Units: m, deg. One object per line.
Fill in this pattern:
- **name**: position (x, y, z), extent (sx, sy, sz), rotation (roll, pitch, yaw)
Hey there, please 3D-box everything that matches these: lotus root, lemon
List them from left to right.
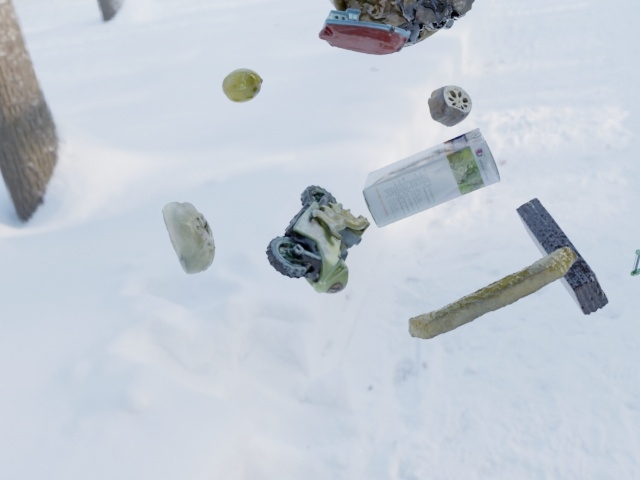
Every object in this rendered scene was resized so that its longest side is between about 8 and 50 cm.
- **lemon**: position (-0.195, -0.376, 1.809), extent (0.110, 0.082, 0.082), rotation (-13, 20, 26)
- **lotus root**: position (0.391, -0.412, 2.231), extent (0.122, 0.112, 0.081), rotation (19, -24, -16)

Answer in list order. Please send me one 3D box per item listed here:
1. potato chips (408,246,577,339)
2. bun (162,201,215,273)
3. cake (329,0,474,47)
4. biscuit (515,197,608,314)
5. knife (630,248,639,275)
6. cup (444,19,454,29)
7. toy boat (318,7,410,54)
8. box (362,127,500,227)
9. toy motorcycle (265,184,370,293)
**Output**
- **potato chips**: position (0.377, 0.119, 1.619), extent (0.407, 0.057, 0.080), rotation (-26, 17, 5)
- **bun**: position (-0.357, -0.012, 2.058), extent (0.116, 0.210, 0.237), rotation (-21, -1, -7)
- **cake**: position (0.182, -0.545, 1.557), extent (0.332, 0.332, 0.321), rotation (-12, 38, -10)
- **biscuit**: position (0.626, 0.034, 1.945), extent (0.073, 0.107, 0.388), rotation (-30, 36, 9)
- **knife**: position (0.608, 0.004, 1.300), extent (0.166, 0.078, 0.022), rotation (-32, 56, -15)
- **cup**: position (0.232, -0.606, 1.929), extent (0.150, 0.199, 0.199), rotation (-31, 27, -6)
- **toy boat**: position (0.082, -0.383, 1.364), extent (0.172, 0.059, 0.069), rotation (7, -14, -10)
- **box**: position (0.256, -0.149, 1.744), extent (0.299, 0.106, 0.200), rotation (-23, 12, 13)
- **toy motorcycle**: position (0.000, 0.000, 2.053), extent (0.169, 0.237, 0.410), rotation (-44, 11, 36)
